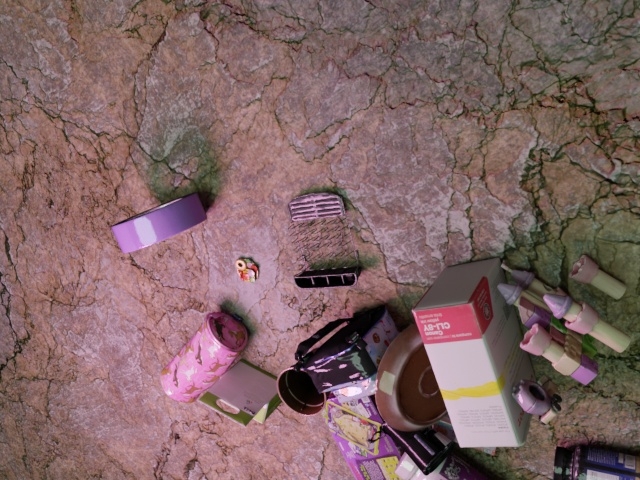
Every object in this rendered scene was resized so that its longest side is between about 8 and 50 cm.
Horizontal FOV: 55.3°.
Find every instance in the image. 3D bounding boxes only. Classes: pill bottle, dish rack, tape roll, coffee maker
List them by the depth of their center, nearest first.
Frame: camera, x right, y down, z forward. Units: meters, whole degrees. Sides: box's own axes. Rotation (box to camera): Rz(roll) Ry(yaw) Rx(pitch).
[{"bbox_3d":[0.724,0.603,1.584,0.219,0.123,0.123,4,112,27],"label":"pill bottle"},{"bbox_3d":[0.262,0.573,1.731,0.171,0.120,0.178,-51,57,7],"label":"coffee maker"},{"bbox_3d":[0.000,0.000,1.750,0.208,0.074,0.272,-6,107,29],"label":"dish rack"},{"bbox_3d":[0.374,0.715,1.785,0.301,0.169,0.169,32,121,12],"label":"pill bottle"},{"bbox_3d":[-0.489,-0.056,1.863,0.274,0.275,0.090,-15,102,31],"label":"tape roll"}]

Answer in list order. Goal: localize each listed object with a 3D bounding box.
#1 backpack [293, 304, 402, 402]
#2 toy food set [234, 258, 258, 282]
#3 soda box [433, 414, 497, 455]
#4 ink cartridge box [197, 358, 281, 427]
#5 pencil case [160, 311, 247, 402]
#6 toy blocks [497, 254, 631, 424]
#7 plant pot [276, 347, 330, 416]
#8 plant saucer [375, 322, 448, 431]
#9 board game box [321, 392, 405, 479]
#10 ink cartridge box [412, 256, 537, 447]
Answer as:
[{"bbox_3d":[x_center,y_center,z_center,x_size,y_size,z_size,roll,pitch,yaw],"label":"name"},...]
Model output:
[{"bbox_3d":[0.111,0.308,1.705,0.276,0.263,0.213,-24,105,42],"label":"backpack"},{"bbox_3d":[-0.233,0.096,1.942,0.082,0.020,0.083,6,112,26],"label":"toy food set"},{"bbox_3d":[0.421,0.547,1.756,0.183,0.063,0.058,14,115,22],"label":"soda box"},{"bbox_3d":[-0.258,0.521,1.987,0.188,0.255,0.097,24,119,18],"label":"ink cartridge box"},{"bbox_3d":[-0.401,0.400,2.074,0.160,0.167,0.386,26,126,-22],"label":"pencil case"},{"bbox_3d":[0.514,0.192,1.432,0.260,0.288,0.309,32,124,6],"label":"toy blocks"},{"bbox_3d":[-0.022,0.424,1.878,0.166,0.165,0.167,10,113,24],"label":"plant pot"},{"bbox_3d":[0.282,0.367,1.621,0.050,0.310,0.311,15,121,57],"label":"plant saucer"},{"bbox_3d":[0.146,0.633,1.947,0.208,0.056,0.347,-23,98,29],"label":"board game box"},{"bbox_3d":[0.398,0.278,1.528,0.160,0.279,0.385,-14,103,32],"label":"ink cartridge box"}]
